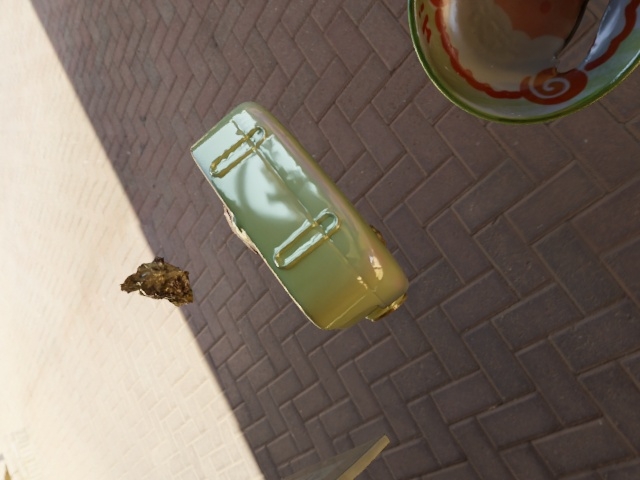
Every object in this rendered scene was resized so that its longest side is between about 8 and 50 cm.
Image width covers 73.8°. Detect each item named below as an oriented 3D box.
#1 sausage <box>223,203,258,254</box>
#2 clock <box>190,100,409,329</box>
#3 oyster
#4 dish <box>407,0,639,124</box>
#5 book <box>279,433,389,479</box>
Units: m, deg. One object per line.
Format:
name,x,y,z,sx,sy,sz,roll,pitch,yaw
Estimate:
sausage,-0.138,-0.037,0.919,0.102,0.102,0.330,63,175,10
clock,0.000,0.000,0.491,0.096,0.308,0.235,-40,68,2
oyster,-0.327,0.090,0.897,0.053,0.165,0.108,41,99,35
dish,0.283,-0.333,0.593,0.324,0.124,0.324,3,110,8
book,-0.042,0.443,0.756,0.310,0.217,0.021,-40,70,32
